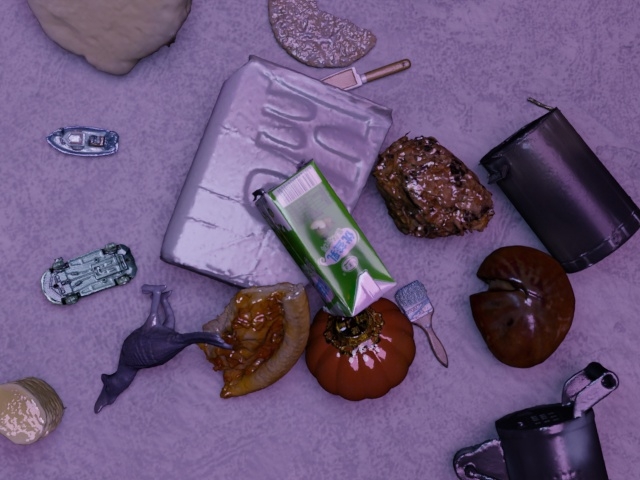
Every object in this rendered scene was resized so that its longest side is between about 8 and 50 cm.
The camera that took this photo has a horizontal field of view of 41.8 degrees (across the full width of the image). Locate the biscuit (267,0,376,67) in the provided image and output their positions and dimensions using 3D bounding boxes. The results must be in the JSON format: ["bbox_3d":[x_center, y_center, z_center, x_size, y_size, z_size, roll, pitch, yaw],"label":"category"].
[{"bbox_3d":[-0.013,-0.436,1.769,0.249,0.032,0.133,29,82,-8],"label":"biscuit"}]

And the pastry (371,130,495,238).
[{"bbox_3d":[0.218,-0.089,1.686,0.275,0.275,0.193,44,102,-4],"label":"pastry"}]

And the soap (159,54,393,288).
[{"bbox_3d":[-0.086,-0.103,1.640,0.350,0.213,0.435,24,83,-9],"label":"soap"}]

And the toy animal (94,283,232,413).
[{"bbox_3d":[-0.307,0.178,1.594,0.081,0.367,0.206,28,44,-43],"label":"toy animal"}]

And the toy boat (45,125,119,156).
[{"bbox_3d":[-0.468,-0.196,1.648,0.139,0.066,0.059,2,88,-9],"label":"toy boat"}]

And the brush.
[{"bbox_3d":[0.225,0.181,1.770,0.070,0.021,0.196,-27,93,-12],"label":"brush"}]

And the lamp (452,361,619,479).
[{"bbox_3d":[0.484,0.458,1.697,0.374,0.205,0.272,-32,87,5],"label":"lamp"}]

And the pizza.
[{"bbox_3d":[-0.127,0.189,1.559,0.182,0.365,0.074,28,42,-17],"label":"pizza"}]

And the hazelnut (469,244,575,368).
[{"bbox_3d":[0.416,0.135,1.714,0.217,0.217,0.252,6,84,-10],"label":"hazelnut"}]

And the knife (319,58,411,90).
[{"bbox_3d":[0.070,-0.346,1.782,0.255,0.022,0.046,-20,95,-7],"label":"knife"}]

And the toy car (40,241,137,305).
[{"bbox_3d":[-0.453,0.065,1.633,0.186,0.058,0.094,-21,89,-23],"label":"toy car"}]

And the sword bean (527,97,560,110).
[{"bbox_3d":[0.498,-0.299,1.863,0.083,0.012,0.012,21,82,-10],"label":"sword bean"}]

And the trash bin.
[{"bbox_3d":[0.503,-0.109,1.754,0.252,0.203,0.302,-40,92,-29],"label":"trash bin"}]

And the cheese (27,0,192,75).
[{"bbox_3d":[-0.392,-0.467,1.569,0.317,0.327,0.115,1,47,1],"label":"cheese"}]

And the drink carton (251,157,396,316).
[{"bbox_3d":[0.000,0.000,1.465,0.108,0.161,0.271,-35,93,-11],"label":"drink carton"}]

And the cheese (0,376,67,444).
[{"bbox_3d":[-0.542,0.313,1.540,0.094,0.167,0.123,-40,90,-7],"label":"cheese"}]

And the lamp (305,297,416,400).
[{"bbox_3d":[0.077,0.207,1.649,0.223,0.197,0.223,-6,53,8],"label":"lamp"}]
